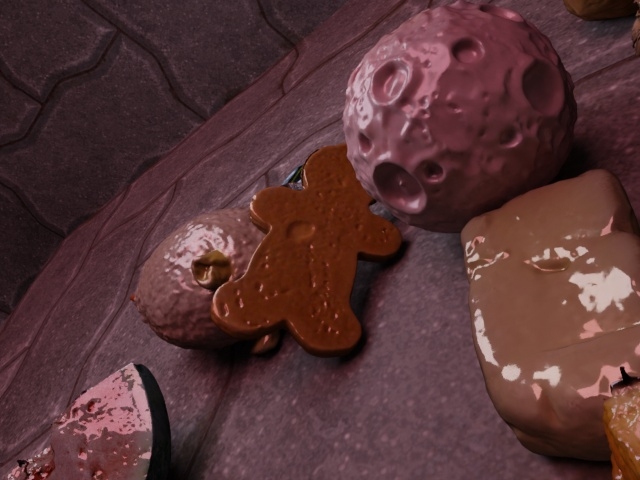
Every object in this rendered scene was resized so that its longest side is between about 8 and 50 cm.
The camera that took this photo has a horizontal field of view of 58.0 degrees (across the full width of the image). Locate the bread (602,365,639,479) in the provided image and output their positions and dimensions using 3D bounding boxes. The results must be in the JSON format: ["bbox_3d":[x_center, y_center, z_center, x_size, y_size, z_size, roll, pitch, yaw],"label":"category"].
[{"bbox_3d":[0.259,0.118,0.255,0.260,0.129,0.134,-29,29,34],"label":"bread"}]

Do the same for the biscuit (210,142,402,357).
[{"bbox_3d":[0.000,0.000,0.789,0.047,0.215,0.340,100,-175,-56],"label":"biscuit"}]

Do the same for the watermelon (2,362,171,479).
[{"bbox_3d":[-0.284,0.329,0.762,0.322,0.188,0.175,-44,-20,16],"label":"watermelon"}]

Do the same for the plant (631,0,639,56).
[{"bbox_3d":[0.391,-0.230,0.629,0.104,0.117,0.122,-22,11,14],"label":"plant"}]

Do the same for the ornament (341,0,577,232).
[{"bbox_3d":[0.149,-0.128,0.653,0.225,0.259,0.259,-47,24,-26],"label":"ornament"}]

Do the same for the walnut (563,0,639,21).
[{"bbox_3d":[0.407,-0.382,0.790,0.167,0.149,0.166,-57,-6,-9],"label":"walnut"}]

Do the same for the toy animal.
[{"bbox_3d":[-0.162,0.061,0.893,0.358,0.188,0.227,-23,29,24],"label":"toy animal"}]

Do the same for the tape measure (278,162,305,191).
[{"bbox_3d":[-0.029,-0.083,1.044,0.146,0.081,0.125,-6,48,52],"label":"tape measure"}]

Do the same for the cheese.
[{"bbox_3d":[0.208,0.052,0.482,0.159,0.093,0.263,-32,29,31],"label":"cheese"}]
